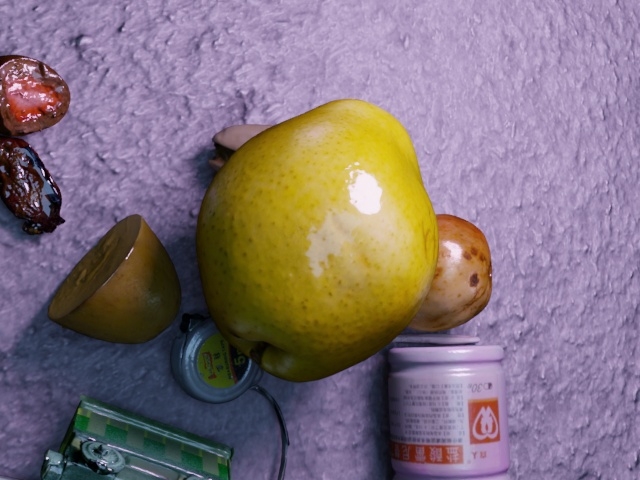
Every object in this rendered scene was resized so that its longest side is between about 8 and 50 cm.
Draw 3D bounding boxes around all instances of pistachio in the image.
[{"bbox_3d":[-0.097,-0.139,1.398,0.184,0.124,0.125,12,79,-12],"label":"pistachio"}]

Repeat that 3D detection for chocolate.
[{"bbox_3d":[-0.458,-0.221,1.274,0.133,0.124,0.127,18,33,-45],"label":"chocolate"}]

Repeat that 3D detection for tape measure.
[{"bbox_3d":[-0.148,0.266,1.351,0.164,0.084,0.331,-15,99,-21],"label":"tape measure"}]

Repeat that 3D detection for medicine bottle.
[{"bbox_3d":[0.218,0.337,1.395,0.202,0.202,0.316,0,82,-20],"label":"medicine bottle"}]

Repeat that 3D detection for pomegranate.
[{"bbox_3d":[0.192,0.052,1.426,0.215,0.215,0.216,3,82,-19],"label":"pomegranate"}]

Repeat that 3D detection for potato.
[{"bbox_3d":[-0.296,0.085,1.277,0.158,0.178,0.204,49,45,-24],"label":"potato"}]

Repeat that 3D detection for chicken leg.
[{"bbox_3d":[-0.494,-0.115,1.284,0.253,0.051,0.106,43,77,-7],"label":"chicken leg"}]

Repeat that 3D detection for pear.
[{"bbox_3d":[0.000,0.000,1.228,0.362,0.362,0.418,30,64,-14],"label":"pear"}]

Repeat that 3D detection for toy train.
[{"bbox_3d":[-0.263,0.354,1.224,0.300,0.202,0.120,24,100,-15],"label":"toy train"}]

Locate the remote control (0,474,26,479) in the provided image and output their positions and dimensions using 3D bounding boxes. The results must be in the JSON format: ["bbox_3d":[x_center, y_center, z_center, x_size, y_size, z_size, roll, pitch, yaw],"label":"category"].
[{"bbox_3d":[-0.583,0.386,1.183,0.343,0.050,0.145,18,77,-17],"label":"remote control"}]

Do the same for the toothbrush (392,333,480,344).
[{"bbox_3d":[0.151,0.180,1.487,0.307,0.025,0.030,4,90,-19],"label":"toothbrush"}]
